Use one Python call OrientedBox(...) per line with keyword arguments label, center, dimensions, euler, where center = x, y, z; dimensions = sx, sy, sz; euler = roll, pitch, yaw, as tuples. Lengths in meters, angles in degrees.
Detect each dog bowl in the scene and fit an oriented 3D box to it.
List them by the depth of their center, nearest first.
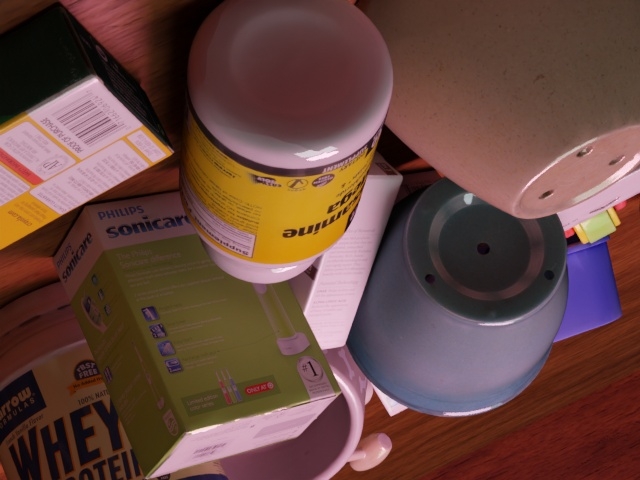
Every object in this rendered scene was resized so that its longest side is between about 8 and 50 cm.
OrientedBox(label="dog bowl", center=(-0.099, 0.227, 2.083), dimensions=(0.349, 0.102, 0.348), euler=(-5, 130, -6))

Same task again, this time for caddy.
OrientedBox(label="caddy", center=(0.292, 0.069, 2.326), dimensions=(0.341, 0.179, 0.241), euler=(-16, 179, -29))

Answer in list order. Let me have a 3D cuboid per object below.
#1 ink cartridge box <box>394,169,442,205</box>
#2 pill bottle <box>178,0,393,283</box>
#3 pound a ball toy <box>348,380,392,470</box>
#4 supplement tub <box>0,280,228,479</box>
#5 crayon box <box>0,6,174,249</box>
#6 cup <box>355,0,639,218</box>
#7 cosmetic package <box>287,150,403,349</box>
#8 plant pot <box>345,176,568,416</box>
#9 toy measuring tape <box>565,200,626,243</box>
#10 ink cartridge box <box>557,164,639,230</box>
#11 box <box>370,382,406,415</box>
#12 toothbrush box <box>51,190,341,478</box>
OrientedBox(label="ink cartridge box", center=(0.040, -0.001, 2.017), dimensions=(0.189, 0.066, 0.232), euler=(-10, 150, -38))
OrientedBox(label="pill bottle", center=(-0.043, -0.088, 1.508), dimensions=(0.188, 0.188, 0.334), euler=(-21, 159, -16))
OrientedBox(label="pound a ball toy", center=(-0.008, 0.236, 2.306), dimensions=(0.136, 0.208, 0.319), euler=(-36, 157, 24))
OrientedBox(label="supplement tub", center=(-0.261, 0.229, 1.807), dimensions=(0.235, 0.324, 0.235), euler=(-24, 160, -9))
OrientedBox(label="crayon box", center=(-0.317, -0.064, 1.380), dimensions=(0.323, 0.083, 0.203), euler=(-29, 160, 4))
OrientedBox(label="cup", center=(0.216, -0.165, 1.573), dimensions=(0.331, 0.237, 0.331), euler=(-24, 159, -10))
OrientedBox(label="cosmetic package", center=(0.000, 0.000, 1.747), dimensions=(0.085, 0.117, 0.231), euler=(-3, 121, -36))
OrientedBox(label="plant pot", center=(0.171, 0.044, 1.778), dimensions=(0.272, 0.271, 0.255), euler=(-22, 165, -13))
OrientedBox(label="toy measuring tape", center=(0.365, -0.068, 2.165), dimensions=(0.121, 0.121, 0.330), euler=(-30, 159, 8))
OrientedBox(label="ink cartridge box", center=(0.291, -0.127, 1.819), dimensions=(0.140, 0.190, 0.082), euler=(-28, 160, 2))
OrientedBox(label="box", center=(0.091, 0.131, 2.182), dimensions=(0.103, 0.114, 0.203), euler=(-28, 125, 3))
OrientedBox(label="toothbrush box", center=(-0.139, 0.093, 1.689), dimensions=(0.206, 0.283, 0.122), euler=(-11, 156, -37))
